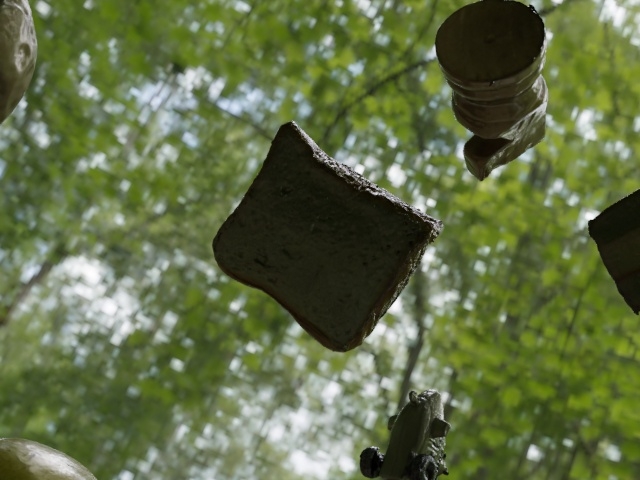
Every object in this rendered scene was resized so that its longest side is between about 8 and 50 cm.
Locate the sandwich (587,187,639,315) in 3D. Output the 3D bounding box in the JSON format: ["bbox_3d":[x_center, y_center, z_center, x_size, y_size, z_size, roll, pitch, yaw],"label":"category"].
[{"bbox_3d":[0.266,-0.028,0.811,0.163,0.079,0.113,-16,-23,-15],"label":"sandwich"}]

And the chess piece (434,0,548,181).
[{"bbox_3d":[0.237,-0.184,1.683,0.137,0.137,0.301,13,-21,20],"label":"chess piece"}]

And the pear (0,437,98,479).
[{"bbox_3d":[-0.416,0.388,1.649,0.285,0.285,0.336,17,-8,13],"label":"pear"}]

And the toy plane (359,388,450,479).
[{"bbox_3d":[0.098,0.312,1.527,0.092,0.286,0.108,0,-29,37],"label":"toy plane"}]

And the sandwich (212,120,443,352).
[{"bbox_3d":[0.000,0.000,1.704,0.251,0.226,0.087,35,14,10],"label":"sandwich"}]

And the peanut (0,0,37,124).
[{"bbox_3d":[-0.342,-0.102,1.098,0.130,0.290,0.130,32,11,-7],"label":"peanut"}]
